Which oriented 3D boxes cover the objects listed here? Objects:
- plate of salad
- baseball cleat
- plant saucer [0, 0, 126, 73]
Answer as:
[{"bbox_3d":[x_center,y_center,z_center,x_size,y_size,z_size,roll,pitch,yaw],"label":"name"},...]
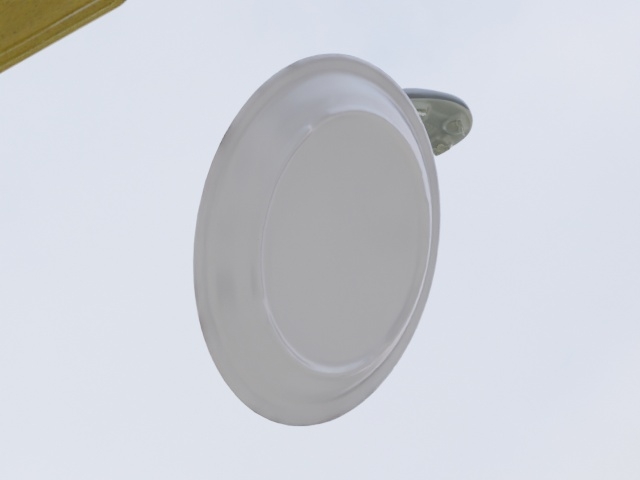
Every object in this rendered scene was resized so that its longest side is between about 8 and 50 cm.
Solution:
[{"bbox_3d":[0.000,0.000,0.551,0.200,0.048,0.200,-10,-77,-47],"label":"plate of salad"},{"bbox_3d":[0.027,-0.107,0.873,0.206,0.109,0.072,-9,-50,13],"label":"baseball cleat"},{"bbox_3d":[-0.235,-0.184,0.589,0.333,0.081,0.333,-36,-18,-19],"label":"plant saucer"}]
